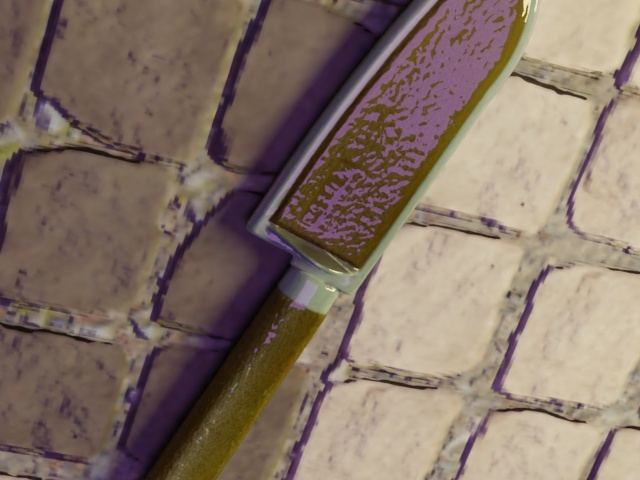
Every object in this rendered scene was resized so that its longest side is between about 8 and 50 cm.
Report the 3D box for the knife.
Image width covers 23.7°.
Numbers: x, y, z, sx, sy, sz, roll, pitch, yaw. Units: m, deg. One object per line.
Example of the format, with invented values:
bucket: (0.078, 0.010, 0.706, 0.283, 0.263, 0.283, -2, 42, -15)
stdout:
knife: (-0.001, -0.001, 0.673, 0.061, 0.027, 0.343, 29, 108, -20)
